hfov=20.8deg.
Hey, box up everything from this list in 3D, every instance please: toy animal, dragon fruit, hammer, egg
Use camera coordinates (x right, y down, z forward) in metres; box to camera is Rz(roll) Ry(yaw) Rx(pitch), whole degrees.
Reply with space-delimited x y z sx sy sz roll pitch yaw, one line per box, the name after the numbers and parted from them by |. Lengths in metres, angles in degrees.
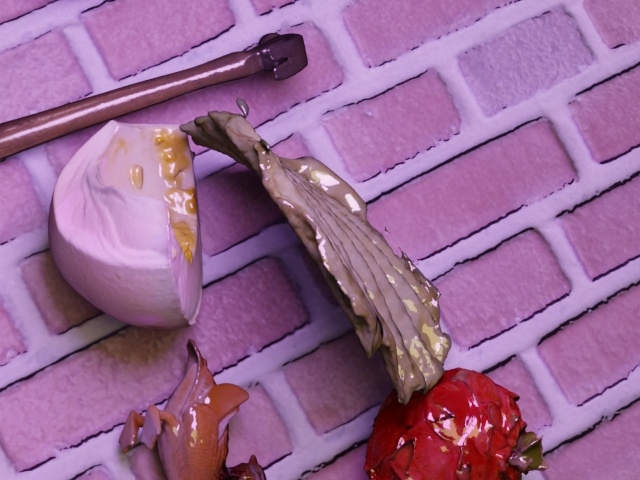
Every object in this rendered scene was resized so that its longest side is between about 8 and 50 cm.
-0.126 0.211 1.960 0.179 0.089 0.188 20 69 -29 | toy animal
0.145 0.231 1.985 0.209 0.172 0.172 -14 79 1 | dragon fruit
-0.222 -0.160 2.014 0.440 0.168 0.044 -19 103 -12 | hammer
-0.220 -0.002 1.918 0.162 0.206 0.271 -5 33 4 | egg

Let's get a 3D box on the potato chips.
-0.003 -0.006 1.908 0.097 0.373 0.389 -41 63 8 | potato chips
